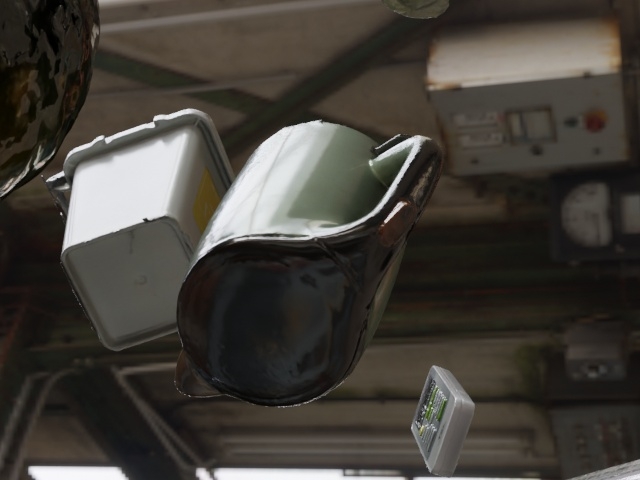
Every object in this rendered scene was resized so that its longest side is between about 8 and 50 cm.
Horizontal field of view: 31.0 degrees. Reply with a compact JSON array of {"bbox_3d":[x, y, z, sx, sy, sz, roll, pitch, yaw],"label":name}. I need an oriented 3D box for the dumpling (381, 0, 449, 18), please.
[{"bbox_3d":[0.073,-0.217,0.951,0.077,0.059,0.043,58,-162,-46],"label":"dumpling"}]

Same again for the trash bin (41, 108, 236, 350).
[{"bbox_3d":[-0.272,-0.007,1.726,0.367,0.296,0.255,-95,-13,-64],"label":"trash bin"}]

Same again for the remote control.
[{"bbox_3d":[0.160,0.236,1.527,0.250,0.034,0.103,-97,25,-85],"label":"remote control"}]

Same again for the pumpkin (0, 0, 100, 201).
[{"bbox_3d":[-0.387,-0.215,0.943,0.454,0.344,0.454,32,-134,-40],"label":"pumpkin"}]

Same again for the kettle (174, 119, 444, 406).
[{"bbox_3d":[0.000,0.000,0.929,0.165,0.240,0.255,48,-157,-9],"label":"kettle"}]

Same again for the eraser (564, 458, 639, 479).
[{"bbox_3d":[0.234,0.299,1.100,0.086,0.287,0.130,-22,-93,-60],"label":"eraser"}]
